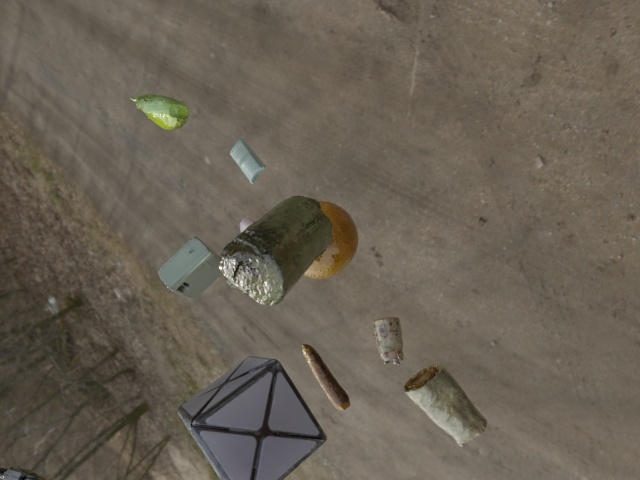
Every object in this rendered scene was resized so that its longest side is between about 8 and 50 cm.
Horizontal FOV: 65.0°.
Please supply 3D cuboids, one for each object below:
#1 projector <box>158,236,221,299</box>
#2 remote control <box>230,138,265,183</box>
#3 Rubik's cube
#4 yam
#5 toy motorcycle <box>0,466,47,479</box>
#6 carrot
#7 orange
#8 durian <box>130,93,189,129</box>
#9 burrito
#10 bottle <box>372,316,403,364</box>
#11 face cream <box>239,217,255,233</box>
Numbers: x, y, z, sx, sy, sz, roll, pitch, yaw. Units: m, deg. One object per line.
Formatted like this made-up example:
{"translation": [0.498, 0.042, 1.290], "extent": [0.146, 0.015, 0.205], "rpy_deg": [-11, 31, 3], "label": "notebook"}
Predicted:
{"translation": [-0.479, 0.108, 1.899], "extent": [0.108, 0.198, 0.250], "rpy_deg": [43, 173, 14], "label": "projector"}
{"translation": [-0.204, -0.221, 1.385], "extent": [0.061, 0.029, 0.162], "rpy_deg": [-50, 51, 13], "label": "remote control"}
{"translation": [-0.182, 0.465, 1.269], "extent": [0.259, 0.255, 0.260], "rpy_deg": [56, 154, -1], "label": "Rubik's cube"}
{"translation": [-0.109, 0.025, 1.271], "extent": [0.195, 0.300, 0.195], "rpy_deg": [14, 123, 22], "label": "yam"}
{"translation": [-1.005, 0.801, 1.692], "extent": [0.194, 0.061, 0.124], "rpy_deg": [8, 149, 11], "label": "toy motorcycle"}
{"translation": [0.018, 0.481, 1.778], "extent": [0.066, 0.066, 0.314], "rpy_deg": [-3, 124, 47], "label": "carrot"}
{"translation": [0.000, 0.000, 1.742], "extent": [0.274, 0.274, 0.274], "rpy_deg": [26, 133, 31], "label": "orange"}
{"translation": [-0.536, -0.447, 1.717], "extent": [0.250, 0.101, 0.139], "rpy_deg": [24, 167, 38], "label": "durian"}
{"translation": [0.366, 0.469, 1.471], "extent": [0.299, 0.143, 0.105], "rpy_deg": [47, 143, -20], "label": "burrito"}
{"translation": [0.223, 0.332, 1.637], "extent": [0.099, 0.099, 0.152], "rpy_deg": [-31, 62, 52], "label": "bottle"}
{"translation": [-0.154, 0.014, 1.626], "extent": [0.269, 0.073, 0.107], "rpy_deg": [29, 146, 37], "label": "face cream"}
